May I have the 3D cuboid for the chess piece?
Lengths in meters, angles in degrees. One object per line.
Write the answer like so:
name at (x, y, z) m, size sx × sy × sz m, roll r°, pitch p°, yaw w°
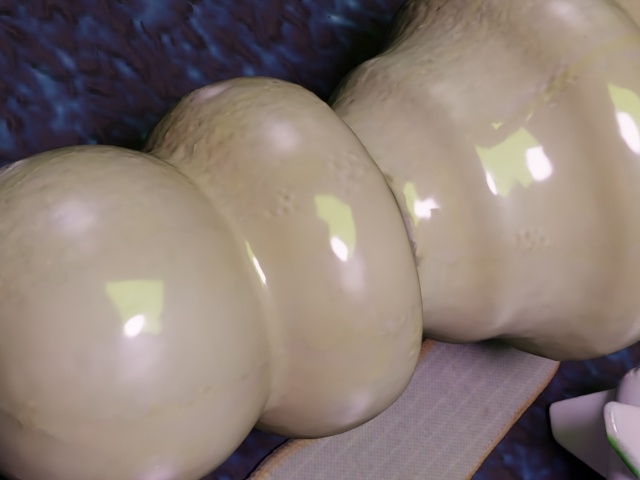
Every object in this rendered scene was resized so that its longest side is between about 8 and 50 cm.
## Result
chess piece at (0.000, 0.000, 0.592) m, size 0.251 × 0.144 × 0.144 m, roll -21°, pitch 85°, yaw -27°

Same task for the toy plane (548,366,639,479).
toy plane at (0.125, 0.127, 0.646) m, size 0.174 × 0.080 × 0.174 m, roll 24°, pitch 56°, yaw -42°

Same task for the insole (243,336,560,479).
insole at (0.024, 0.073, 0.649) m, size 0.064 × 0.004 × 0.188 m, roll 51°, pitch 56°, yaw -7°
